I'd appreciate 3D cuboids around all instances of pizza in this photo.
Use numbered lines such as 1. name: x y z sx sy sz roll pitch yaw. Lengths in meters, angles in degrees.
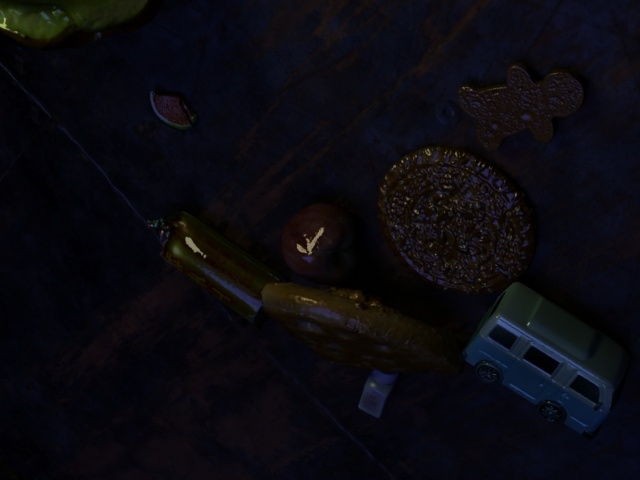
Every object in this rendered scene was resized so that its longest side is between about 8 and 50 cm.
1. pizza: 0.080 0.167 2.024 0.408 0.114 0.278 19 163 -4

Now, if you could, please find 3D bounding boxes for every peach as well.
1. peach: 0.000 0.000 2.004 0.152 0.152 0.152 18 130 22

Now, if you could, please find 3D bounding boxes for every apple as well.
1. apple: -0.417 -0.473 1.736 0.374 0.384 0.374 12 121 20

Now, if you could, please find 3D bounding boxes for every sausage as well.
1. sausage: -0.215 0.041 2.171 0.317 0.117 0.125 34 140 7

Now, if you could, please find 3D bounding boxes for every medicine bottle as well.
1. medicine bottle: 0.121 0.286 2.162 0.055 0.074 0.118 27 134 14

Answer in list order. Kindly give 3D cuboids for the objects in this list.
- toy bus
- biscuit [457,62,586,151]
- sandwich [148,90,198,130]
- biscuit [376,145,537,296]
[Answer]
1. toy bus: 0.399 0.200 1.868 0.271 0.133 0.165 32 136 6
2. biscuit: 0.320 -0.212 1.691 0.205 0.031 0.138 -16 112 40
3. sandwich: -0.279 -0.248 2.068 0.101 0.026 0.069 16 125 20
4. biscuit: 0.231 -0.027 1.883 0.305 0.038 0.305 18 130 22
